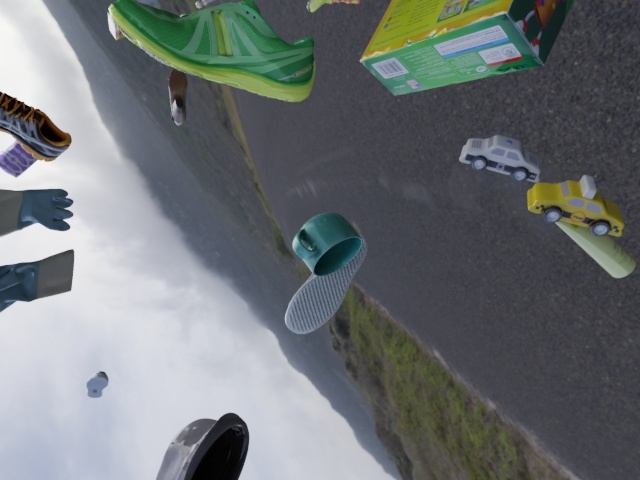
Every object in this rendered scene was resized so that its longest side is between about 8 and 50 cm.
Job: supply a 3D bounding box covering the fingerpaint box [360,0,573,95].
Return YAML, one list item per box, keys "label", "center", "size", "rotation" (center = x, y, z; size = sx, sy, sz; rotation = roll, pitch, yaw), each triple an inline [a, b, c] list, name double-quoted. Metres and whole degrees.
- label: "fingerpaint box"
  center: [0.355, -0.564, 1.035]
  size: [0.163, 0.370, 0.445]
  rotation: [32, 170, -32]

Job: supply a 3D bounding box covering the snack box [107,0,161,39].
- label: "snack box"
  center: [-0.528, -0.634, 1.253]
  size: [0.037, 0.141, 0.100]
  rotation: [58, 158, -10]

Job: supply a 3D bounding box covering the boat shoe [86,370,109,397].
- label: "boat shoe"
  center: [-0.564, 0.357, 1.114]
  size: [0.142, 0.049, 0.040]
  rotation: [-51, 33, 42]

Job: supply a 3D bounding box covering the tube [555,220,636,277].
- label: "tube"
  center: [0.635, -0.006, 1.036]
  size: [0.240, 0.062, 0.070]
  rotation: [39, -165, -8]

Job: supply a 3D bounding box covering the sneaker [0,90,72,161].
- label: "sneaker"
  center: [-0.607, -0.249, 0.891]
  size: [0.215, 0.083, 0.084]
  rotation: [45, -143, -52]

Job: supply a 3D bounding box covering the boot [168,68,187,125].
- label: "boot"
  center: [-0.335, -0.332, 1.032]
  size: [0.087, 0.042, 0.118]
  rotation: [152, 116, -67]

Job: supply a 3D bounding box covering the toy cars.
- label: "toy cars"
  center: [0.484, -0.146, 0.971]
  size: [0.393, 0.177, 0.087]
  rotation: [51, 144, 39]

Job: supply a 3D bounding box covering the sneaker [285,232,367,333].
- label: "sneaker"
  center: [0.007, 0.110, 1.101]
  size: [0.102, 0.282, 0.161]
  rotation: [42, 165, -7]

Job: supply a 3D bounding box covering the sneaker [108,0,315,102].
- label: "sneaker"
  center: [-0.144, -0.294, 0.643]
  size: [0.109, 0.296, 0.123]
  rotation: [45, 122, 59]

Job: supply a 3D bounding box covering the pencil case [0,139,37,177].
- label: "pencil case"
  center: [-0.876, -0.280, 1.317]
  size: [0.088, 0.206, 0.086]
  rotation: [35, 159, 9]

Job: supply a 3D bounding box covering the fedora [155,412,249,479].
- label: "fedora"
  center: [-0.281, 0.518, 1.010]
  size: [0.275, 0.125, 0.243]
  rotation: [-56, -34, -46]

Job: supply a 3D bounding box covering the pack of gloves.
- label: "pack of gloves"
  center: [-0.484, 0.010, 0.705]
  size: [0.232, 0.046, 0.194]
  rotation: [-53, -27, -82]

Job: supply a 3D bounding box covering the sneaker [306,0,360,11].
- label: "sneaker"
  center: [0.061, -0.640, 1.127]
  size: [0.094, 0.209, 0.081]
  rotation: [54, -173, -29]

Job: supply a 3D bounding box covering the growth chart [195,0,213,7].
- label: "growth chart"
  center: [-0.233, -0.589, 0.913]
  size: [0.021, 0.172, 0.237]
  rotation: [56, 175, 11]

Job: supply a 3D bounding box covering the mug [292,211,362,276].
- label: "mug"
  center: [0.008, -0.004, 0.947]
  size: [0.097, 0.130, 0.157]
  rotation: [53, 179, 26]
